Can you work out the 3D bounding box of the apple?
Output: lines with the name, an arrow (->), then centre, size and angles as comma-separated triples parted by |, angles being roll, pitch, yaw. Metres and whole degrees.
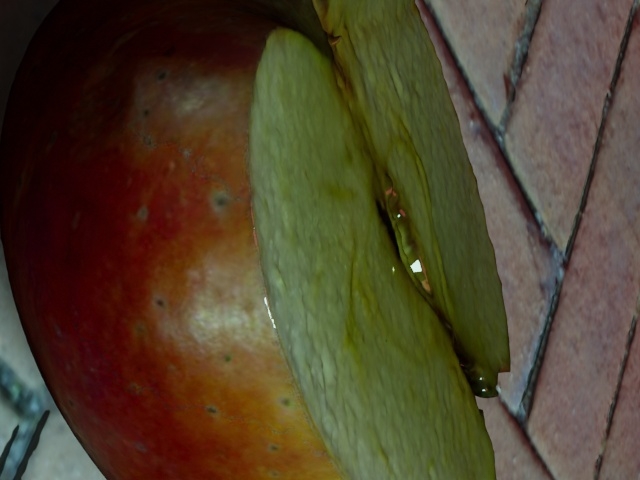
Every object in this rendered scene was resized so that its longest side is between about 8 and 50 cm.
apple -> 0.000, 0.000, 0.878 | 0.329, 0.295, 0.365 | -41, 131, -18
